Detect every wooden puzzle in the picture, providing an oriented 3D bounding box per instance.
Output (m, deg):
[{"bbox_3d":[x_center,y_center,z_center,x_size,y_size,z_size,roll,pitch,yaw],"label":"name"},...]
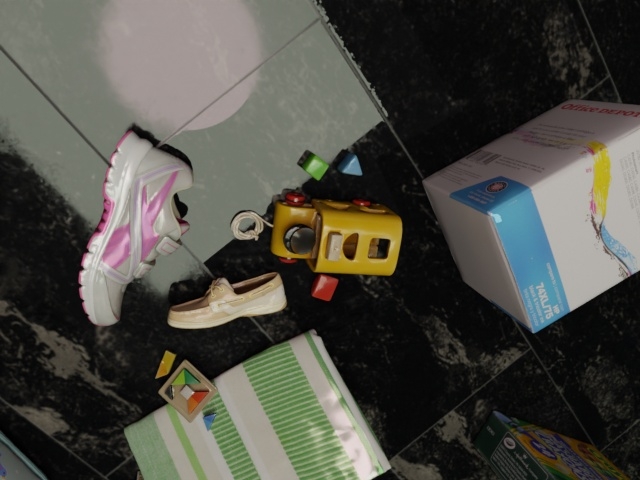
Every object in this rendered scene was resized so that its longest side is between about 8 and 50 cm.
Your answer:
[{"bbox_3d":[-0.195,0.219,0.784,0.116,0.014,0.079,34,100,7],"label":"wooden puzzle"}]

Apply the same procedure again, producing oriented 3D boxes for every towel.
[{"bbox_3d":[-0.094,0.308,0.796,0.324,0.038,0.248,-29,77,-3],"label":"towel"}]

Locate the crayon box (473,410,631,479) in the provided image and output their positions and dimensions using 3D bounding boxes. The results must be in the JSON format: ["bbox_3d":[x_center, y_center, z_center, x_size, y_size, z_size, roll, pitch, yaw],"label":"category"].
[{"bbox_3d":[0.460,0.433,0.960,0.322,0.203,0.083,24,100,-22],"label":"crayon box"}]

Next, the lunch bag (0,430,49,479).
[{"bbox_3d":[-0.531,0.378,0.723,0.279,0.108,0.224,-32,116,-2],"label":"lunch bag"}]

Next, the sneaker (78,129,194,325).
[{"bbox_3d":[-0.228,-0.003,0.682,0.111,0.103,0.253,16,104,-18],"label":"sneaker"}]

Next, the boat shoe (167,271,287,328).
[{"bbox_3d":[-0.132,0.079,0.761,0.169,0.063,0.059,-10,108,-22],"label":"boat shoe"}]

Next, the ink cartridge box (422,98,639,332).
[{"bbox_3d":[0.331,-0.049,0.768,0.270,0.198,0.197,-29,112,-4],"label":"ink cartridge box"}]

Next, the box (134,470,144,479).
[{"bbox_3d":[-0.266,0.473,0.865,0.114,0.036,0.207,16,103,-20],"label":"box"}]

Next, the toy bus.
[{"bbox_3d":[0.012,-0.005,0.746,0.202,0.104,0.191,-40,113,0],"label":"toy bus"}]
